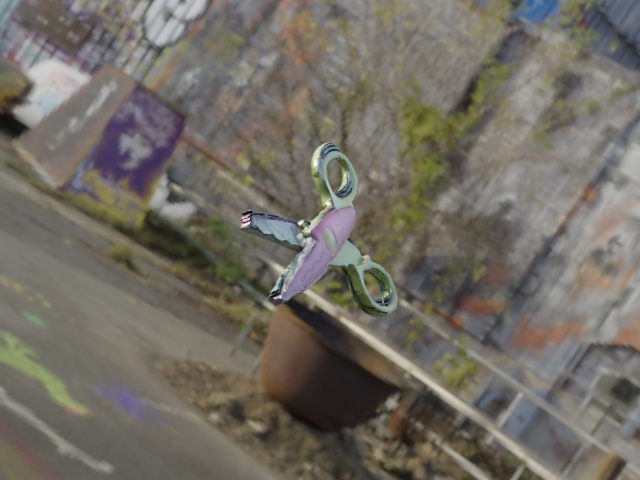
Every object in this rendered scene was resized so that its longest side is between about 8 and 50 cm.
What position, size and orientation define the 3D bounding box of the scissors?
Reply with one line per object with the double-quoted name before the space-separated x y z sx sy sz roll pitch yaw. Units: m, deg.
"scissors" 0.000 0.000 0.808 0.187 0.020 0.133 -17 87 -65
